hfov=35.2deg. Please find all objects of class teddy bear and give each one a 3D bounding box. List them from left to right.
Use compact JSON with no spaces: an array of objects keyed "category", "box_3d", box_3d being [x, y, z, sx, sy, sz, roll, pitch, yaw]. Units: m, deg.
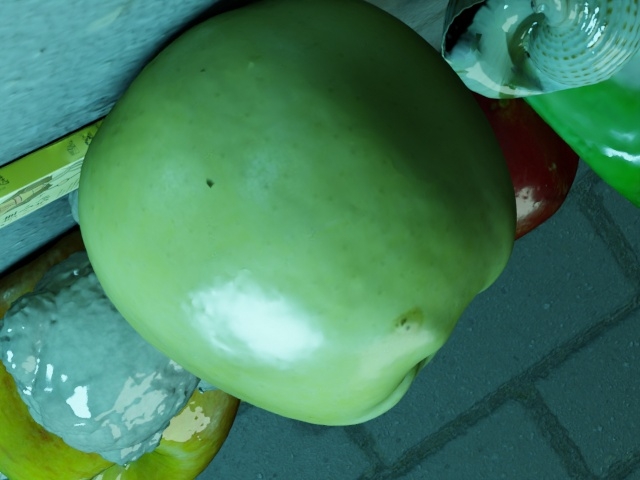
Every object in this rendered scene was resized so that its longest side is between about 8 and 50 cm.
[{"category":"teddy bear","box_3d":[-0.123,0.043,0.793,0.267,0.236,0.151,-45,-138,-14]}]

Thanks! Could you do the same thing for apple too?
[{"category":"apple","box_3d":[-0.201,0.129,0.988,0.302,0.301,0.301,-33,179,-1]},{"category":"apple","box_3d":[-0.007,-0.022,0.618,0.262,0.262,0.262,-33,179,-1]}]

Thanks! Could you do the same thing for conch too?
[{"category":"conch","box_3d":[0.197,-0.216,0.896,0.172,0.131,0.200,-8,151,31]}]

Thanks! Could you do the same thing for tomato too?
[{"category":"tomato","box_3d":[0.241,-0.136,1.543,0.293,0.289,0.325,-37,-176,34]}]

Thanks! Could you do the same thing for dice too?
[{"category":"dice","box_3d":[0.426,-0.229,1.287,0.297,0.287,0.300,-48,165,17]}]

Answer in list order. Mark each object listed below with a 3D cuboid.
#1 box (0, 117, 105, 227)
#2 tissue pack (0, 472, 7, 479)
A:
[{"category":"box","box_3d":[-0.188,-0.032,0.635,0.149,0.020,0.073,-32,179,-29]},{"category":"tissue pack","box_3d":[-0.485,0.281,1.675,0.376,0.195,0.390,-27,180,7]}]
